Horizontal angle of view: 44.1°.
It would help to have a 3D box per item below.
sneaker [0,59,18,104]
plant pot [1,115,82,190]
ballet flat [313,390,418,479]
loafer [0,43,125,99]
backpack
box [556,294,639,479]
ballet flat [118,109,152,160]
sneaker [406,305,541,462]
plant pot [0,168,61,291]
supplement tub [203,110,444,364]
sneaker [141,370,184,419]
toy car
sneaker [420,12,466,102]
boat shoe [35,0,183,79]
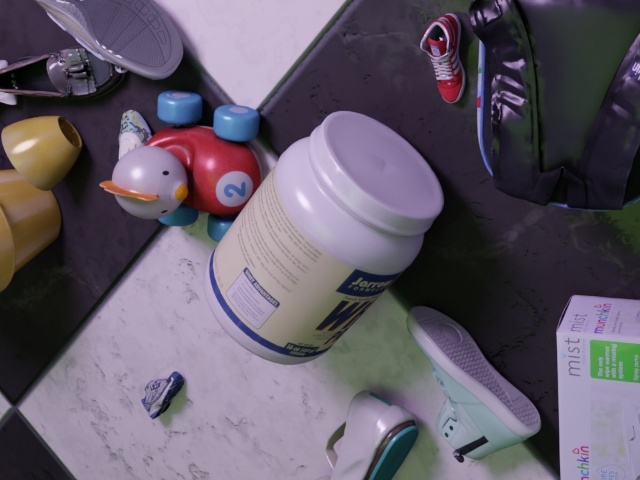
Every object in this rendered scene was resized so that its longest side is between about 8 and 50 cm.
[{"bbox_3d":[-0.663,-0.278,1.499,0.212,0.080,0.094,-1,121,28],"label":"sneaker"},{"bbox_3d":[-0.486,-0.169,1.419,0.095,0.134,0.134,-28,95,10],"label":"plant pot"},{"bbox_3d":[0.047,0.422,1.363,0.139,0.139,0.400,29,117,17],"label":"ballet flat"},{"bbox_3d":[-0.459,-0.283,1.371,0.267,0.084,0.096,-1,109,29],"label":"loafer"},{"bbox_3d":[0.304,-0.173,0.916,0.276,0.213,0.264,17,109,30],"label":"backpack"},{"bbox_3d":[0.441,0.218,1.048,0.231,0.127,0.262,3,112,26],"label":"box"},{"bbox_3d":[-0.313,-0.130,1.364,0.070,0.070,0.189,-10,104,32],"label":"ballet flat"},{"bbox_3d":[0.194,0.228,1.208,0.256,0.094,0.151,47,127,6],"label":"sneaker"},{"bbox_3d":[-0.628,-0.025,1.476,0.253,0.239,0.254,11,114,26],"label":"plant pot"},{"bbox_3d":[0.000,0.000,1.137,0.235,0.235,0.325,44,124,7],"label":"supplement tub"},{"bbox_3d":[-0.316,0.294,1.546,0.058,0.052,0.135,44,124,12],"label":"sneaker"},{"bbox_3d":[-0.227,-0.092,1.225,0.210,0.238,0.219,18,118,22],"label":"toy car"},{"bbox_3d":[0.163,-0.238,1.051,0.042,0.067,0.119,3,111,29],"label":"sneaker"},{"bbox_3d":[-0.350,-0.356,1.278,0.320,0.103,0.118,32,77,12],"label":"boat shoe"}]
